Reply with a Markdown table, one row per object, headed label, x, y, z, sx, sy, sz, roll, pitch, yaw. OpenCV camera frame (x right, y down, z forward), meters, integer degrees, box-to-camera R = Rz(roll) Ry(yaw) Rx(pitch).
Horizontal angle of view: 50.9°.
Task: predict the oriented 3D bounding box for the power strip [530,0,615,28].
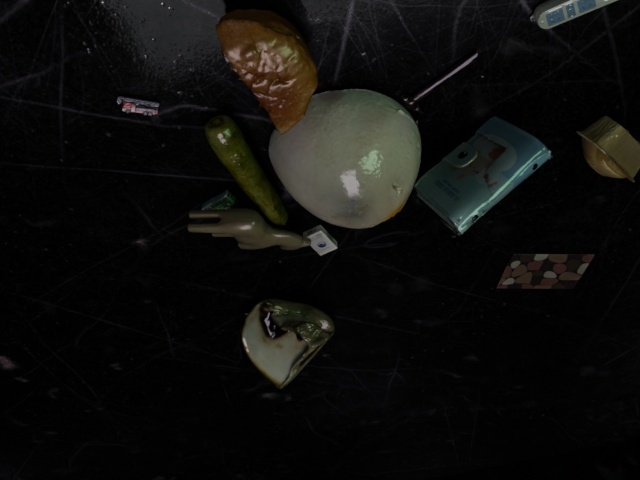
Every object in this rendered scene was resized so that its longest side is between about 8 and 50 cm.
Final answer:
| label | x | y | z | sx | sy | sz | roll | pitch | yaw |
| --- | --- | --- | --- | --- | --- | --- | --- | --- | --- |
| power strip | 0.483 | -0.442 | 1.238 | 0.191 | 0.030 | 0.047 | -20 | 138 | 17 |

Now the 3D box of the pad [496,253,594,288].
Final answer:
| label | x | y | z | sx | sy | sz | roll | pitch | yaw |
| --- | --- | --- | --- | --- | --- | --- | --- | --- | --- |
| pad | 0.629 | 0.088 | 1.889 | 0.235 | 0.003 | 0.158 | 1 | 139 | -7 |

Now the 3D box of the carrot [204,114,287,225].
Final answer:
| label | x | y | z | sx | sy | sz | roll | pitch | yaw |
| --- | --- | --- | --- | --- | --- | --- | --- | --- | --- |
| carrot | -0.153 | -0.138 | 1.499 | 0.074 | 0.074 | 0.358 | -16 | 140 | 13 |

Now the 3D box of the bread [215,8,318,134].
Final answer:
| label | x | y | z | sx | sy | sz | roll | pitch | yaw |
| --- | --- | --- | --- | --- | --- | --- | --- | --- | --- |
| bread | -0.079 | -0.327 | 1.244 | 0.134 | 0.129 | 0.260 | -18 | 139 | 13 |

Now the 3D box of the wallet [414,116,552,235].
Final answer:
| label | x | y | z | sx | sy | sz | roll | pitch | yaw |
| --- | --- | --- | --- | --- | --- | --- | --- | --- | --- |
| wallet | 0.334 | -0.138 | 1.416 | 0.250 | 0.176 | 0.075 | -41 | 132 | 0 |

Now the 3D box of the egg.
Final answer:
| label | x | y | z | sx | sy | sz | roll | pitch | yaw |
| --- | --- | --- | --- | --- | --- | --- | --- | --- | --- |
| egg | 0.063 | -0.145 | 1.416 | 0.337 | 0.201 | 0.337 | -4 | 138 | -4 |

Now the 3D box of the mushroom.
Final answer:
| label | x | y | z | sx | sy | sz | roll | pitch | yaw |
| --- | --- | --- | --- | --- | --- | --- | --- | --- | --- |
| mushroom | -0.094 | 0.253 | 1.928 | 0.217 | 0.212 | 0.292 | 45 | 147 | 10 |

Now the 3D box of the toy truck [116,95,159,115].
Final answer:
| label | x | y | z | sx | sy | sz | roll | pitch | yaw |
| --- | --- | --- | --- | --- | --- | --- | --- | --- | --- |
| toy truck | -0.367 | -0.270 | 1.356 | 0.083 | 0.024 | 0.032 | 5 | 116 | -14 |

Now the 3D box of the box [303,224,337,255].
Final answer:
| label | x | y | z | sx | sy | sz | roll | pitch | yaw |
| --- | --- | --- | --- | --- | --- | --- | --- | --- | --- |
| box | 0.000 | 0.000 | 1.708 | 0.054 | 0.024 | 0.083 | -26 | 134 | 20 |

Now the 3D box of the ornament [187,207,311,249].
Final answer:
| label | x | y | z | sx | sy | sz | roll | pitch | yaw |
| --- | --- | --- | --- | --- | --- | --- | --- | --- | --- |
| ornament | -0.159 | -0.017 | 1.598 | 0.245 | 0.061 | 0.230 | 0 | 163 | 12 |

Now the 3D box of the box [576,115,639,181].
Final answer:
| label | x | y | z | sx | sy | sz | roll | pitch | yaw |
| --- | --- | --- | --- | --- | --- | --- | --- | --- | --- |
| box | 0.642 | -0.196 | 1.487 | 0.177 | 0.111 | 0.111 | 29 | 129 | -32 |

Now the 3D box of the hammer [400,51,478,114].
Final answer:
| label | x | y | z | sx | sy | sz | roll | pitch | yaw |
| --- | --- | --- | --- | --- | --- | --- | --- | --- | --- |
| hammer | 0.247 | -0.322 | 1.364 | 0.178 | 0.021 | 0.065 | -35 | 132 | 27 |

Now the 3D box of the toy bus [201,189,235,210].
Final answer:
| label | x | y | z | sx | sy | sz | roll | pitch | yaw |
| --- | --- | --- | --- | --- | --- | --- | --- | --- | --- |
| toy bus | -0.241 | -0.084 | 1.581 | 0.083 | 0.031 | 0.037 | -25 | 128 | 22 |
